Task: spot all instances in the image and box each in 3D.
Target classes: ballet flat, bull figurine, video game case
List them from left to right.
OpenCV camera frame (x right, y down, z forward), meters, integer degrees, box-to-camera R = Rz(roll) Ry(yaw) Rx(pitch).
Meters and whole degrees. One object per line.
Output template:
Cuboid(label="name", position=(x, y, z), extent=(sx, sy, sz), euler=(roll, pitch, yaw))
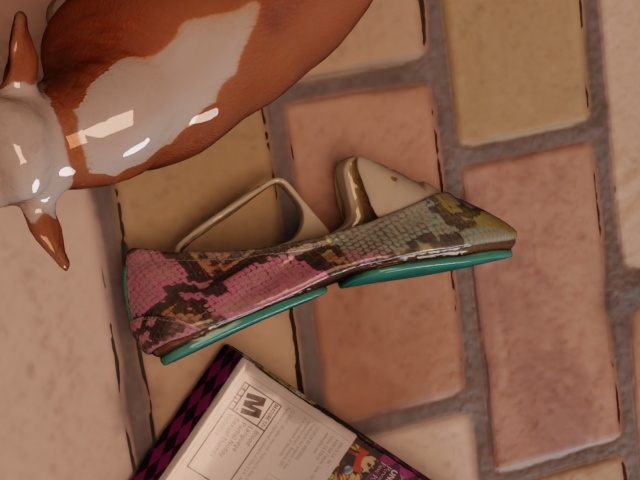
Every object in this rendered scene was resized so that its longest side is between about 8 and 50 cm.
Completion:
Cuboid(label="bull figurine", position=(-0.058, -0.106, 0.658), extent=(0.310, 0.188, 0.101), euler=(-37, 109, -11))
Cuboid(label="video game case", position=(-0.033, 0.207, 0.803), extent=(0.210, 0.042, 0.232), euler=(35, 86, -22))
Cuboid(label="ballet flat", position=(0.000, 0.000, 0.769), extent=(0.221, 0.077, 0.079), euler=(-16, 85, -17))
